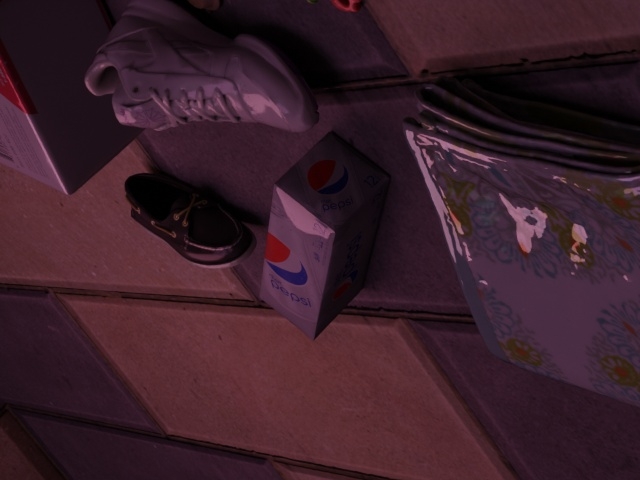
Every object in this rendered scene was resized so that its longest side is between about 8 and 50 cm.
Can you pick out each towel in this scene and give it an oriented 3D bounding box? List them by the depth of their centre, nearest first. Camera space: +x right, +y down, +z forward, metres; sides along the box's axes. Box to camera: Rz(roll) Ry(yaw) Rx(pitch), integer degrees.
[{"bbox_3d":[0.253,0.022,1.864,0.320,0.090,0.374,20,147,44],"label":"towel"}]

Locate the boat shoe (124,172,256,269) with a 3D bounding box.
[{"bbox_3d":[-0.171,-0.027,2.467,0.227,0.081,0.069,22,152,46],"label":"boat shoe"}]

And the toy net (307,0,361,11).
[{"bbox_3d":[0.024,-0.252,1.839,0.232,0.045,0.122,16,143,48],"label":"toy net"}]

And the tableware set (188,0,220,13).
[{"bbox_3d":[-0.140,-0.303,2.051,0.141,0.020,0.168,51,155,-13],"label":"tableware set"}]

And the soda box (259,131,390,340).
[{"bbox_3d":[0.000,0.000,2.221,0.091,0.098,0.286,39,156,14],"label":"soda box"}]

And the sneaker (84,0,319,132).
[{"bbox_3d":[-0.128,-0.159,2.097,0.305,0.152,0.114,25,158,39],"label":"sneaker"}]

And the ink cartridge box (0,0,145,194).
[{"bbox_3d":[-0.423,-0.253,2.407,0.384,0.160,0.279,23,148,40],"label":"ink cartridge box"}]
